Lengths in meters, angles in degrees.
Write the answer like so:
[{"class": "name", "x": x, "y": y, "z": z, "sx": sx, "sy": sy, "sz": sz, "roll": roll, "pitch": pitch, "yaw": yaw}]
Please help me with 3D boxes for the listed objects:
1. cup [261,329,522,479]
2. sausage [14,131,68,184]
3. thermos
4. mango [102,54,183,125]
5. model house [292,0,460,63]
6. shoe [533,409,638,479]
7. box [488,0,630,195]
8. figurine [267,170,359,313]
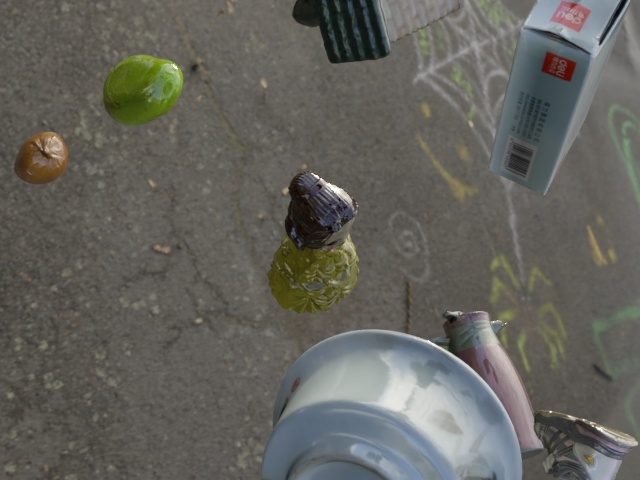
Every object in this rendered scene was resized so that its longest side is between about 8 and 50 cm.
[{"class": "cup", "x": 0.065, "y": 0.302, "z": 1.023, "sx": 0.347, "sy": 0.347, "sz": 0.163, "roll": 61, "pitch": 28, "yaw": -5}, {"class": "sausage", "x": -0.329, "y": -0.094, "z": 0.958, "sx": 0.062, "sy": 0.183, "sz": 0.054, "roll": -42, "pitch": 107, "yaw": -19}, {"class": "thermos", "x": 0.275, "y": 0.259, "z": 1.445, "sx": 0.176, "sy": 0.146, "sz": 0.265, "roll": -10, "pitch": 67, "yaw": -7}, {"class": "mango", "x": -0.284, "y": -0.236, "z": 1.287, "sx": 0.089, "sy": 0.163, "sz": 0.117, "roll": 42, "pitch": 77, "yaw": -33}, {"class": "model house", "x": 0.050, "y": -0.665, "z": 1.903, "sx": 0.400, "sy": 0.395, "sz": 0.445, "roll": -34, "pitch": 122, "yaw": -25}, {"class": "shoe", "x": 0.354, "y": 0.292, "z": 1.122, "sx": 0.089, "sy": 0.180, "sz": 0.092, "roll": 19, "pitch": 82, "yaw": -17}, {"class": "box", "x": 0.257, "y": -0.177, "z": 0.881, "sx": 0.079, "sy": 0.269, "sz": 0.135, "roll": 26, "pitch": 69, "yaw": 16}, {"class": "figurine", "x": 0.003, "y": 0.003, "z": 1.451, "sx": 0.187, "sy": 0.315, "sz": 0.168, "roll": -16, "pitch": 71, "yaw": -12}]
